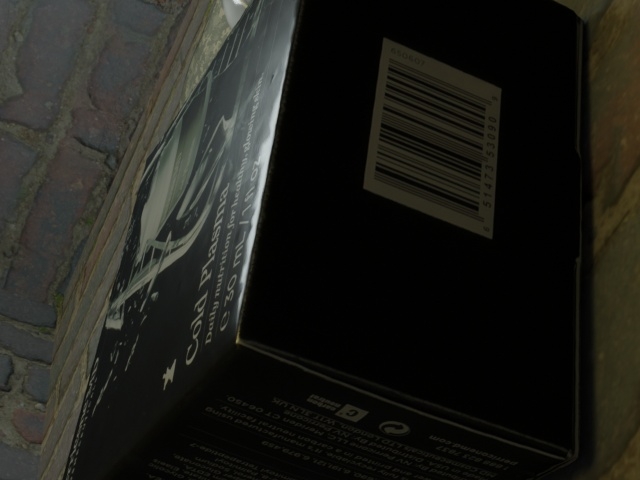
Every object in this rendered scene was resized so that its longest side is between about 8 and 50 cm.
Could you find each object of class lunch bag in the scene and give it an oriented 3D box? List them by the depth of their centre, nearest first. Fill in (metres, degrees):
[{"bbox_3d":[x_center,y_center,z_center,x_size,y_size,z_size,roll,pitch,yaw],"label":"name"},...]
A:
[{"bbox_3d":[-0.140,-0.298,2.122,0.287,0.169,0.235,121,162,-56],"label":"lunch bag"}]

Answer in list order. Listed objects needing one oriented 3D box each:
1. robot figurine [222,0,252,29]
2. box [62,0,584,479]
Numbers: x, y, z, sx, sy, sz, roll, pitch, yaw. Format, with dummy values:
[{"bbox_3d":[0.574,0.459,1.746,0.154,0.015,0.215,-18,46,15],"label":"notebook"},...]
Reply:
[{"bbox_3d":[-0.024,-0.419,1.872,0.300,0.200,0.353,-22,-38,-62],"label":"robot figurine"},{"bbox_3d":[-0.006,0.034,1.164,0.472,0.297,0.480,-48,26,50],"label":"box"}]
